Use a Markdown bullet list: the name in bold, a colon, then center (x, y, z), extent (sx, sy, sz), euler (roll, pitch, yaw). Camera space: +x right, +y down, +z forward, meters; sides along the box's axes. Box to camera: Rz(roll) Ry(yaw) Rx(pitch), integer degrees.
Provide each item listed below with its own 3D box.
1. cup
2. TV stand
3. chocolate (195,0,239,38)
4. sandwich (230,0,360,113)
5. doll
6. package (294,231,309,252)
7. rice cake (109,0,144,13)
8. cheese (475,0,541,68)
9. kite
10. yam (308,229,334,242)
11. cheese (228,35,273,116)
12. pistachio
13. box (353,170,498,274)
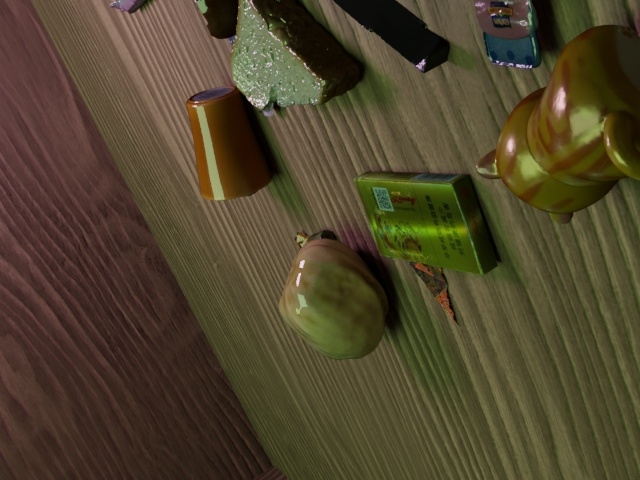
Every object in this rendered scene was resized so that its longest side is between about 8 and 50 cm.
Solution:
- **cup**: center (-0.228, -0.238, 1.910), extent (0.226, 0.183, 0.263), euler (-94, -8, -65)
- **TV stand**: center (0.092, -0.347, 1.199), extent (0.256, 0.049, 0.040), euler (47, 155, 27)
- **chocolate**: center (-0.202, -0.474, 1.567), extent (0.127, 0.124, 0.133), euler (15, 154, 38)
- **sandwich**: center (-0.055, -0.319, 1.480), extent (0.288, 0.100, 0.254), euler (49, 150, 22)
- **doll**: center (0.305, -0.124, 0.896), extent (0.167, 0.162, 0.269), euler (41, 167, 4)
- **package**: center (-0.038, 0.032, 1.995), extent (0.077, 0.033, 0.110), euler (57, 156, 31)
- **rice cake**: center (-0.474, -0.630, 1.998), extent (0.290, 0.081, 0.051), euler (2, 108, 64)
- **cheese**: center (0.205, -0.340, 0.931), extent (0.189, 0.074, 0.285), euler (29, 145, 54)
- **kite**: center (0.211, 0.064, 1.543), extent (0.125, 0.008, 0.222), euler (31, 145, 54)
- **yam**: center (0.000, 0.000, 1.861), extent (0.043, 0.043, 0.094), euler (61, 158, -6)
- **cheese**: center (-0.146, -0.358, 1.701), extent (0.105, 0.042, 0.190), euler (13, 128, 59)
- **pistachio**: center (0.028, 0.133, 1.747), extent (0.238, 0.229, 0.321), euler (2, 138, 25)
- **box**: center (0.180, -0.039, 1.411), extent (0.311, 0.043, 0.172), euler (10, 125, 61)
